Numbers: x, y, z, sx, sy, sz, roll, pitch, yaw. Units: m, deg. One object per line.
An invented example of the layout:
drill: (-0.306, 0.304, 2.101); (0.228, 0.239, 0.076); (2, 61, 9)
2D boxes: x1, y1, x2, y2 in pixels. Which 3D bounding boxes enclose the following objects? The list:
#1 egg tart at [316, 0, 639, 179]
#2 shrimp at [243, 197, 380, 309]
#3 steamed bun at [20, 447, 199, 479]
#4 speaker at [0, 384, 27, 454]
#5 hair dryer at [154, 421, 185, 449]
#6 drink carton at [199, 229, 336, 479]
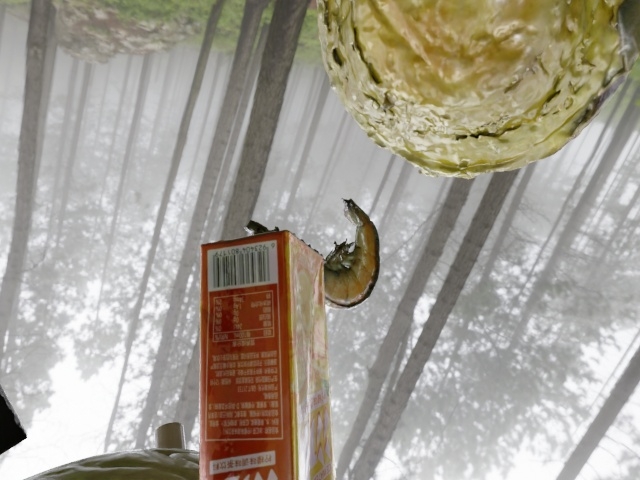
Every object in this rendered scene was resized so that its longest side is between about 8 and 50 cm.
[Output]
egg tart: (0.134, -0.220, 0.448); (0.341, 0.341, 0.132); (25, -156, 14)
shrimp: (0.000, 0.000, 0.897); (0.290, 0.222, 0.054); (28, 163, -16)
steamed bun: (-0.191, 0.326, 0.357); (0.247, 0.236, 0.384); (-2, -145, 9)
speaker: (-0.339, 0.092, 0.411); (0.082, 0.218, 0.044); (12, -149, 42)
hair dryer: (-0.295, 0.374, 0.716); (0.220, 0.053, 0.195); (37, -156, -45)
drink carton: (-0.036, 0.114, 0.336); (0.071, 0.223, 0.096); (-8, 163, 15)
